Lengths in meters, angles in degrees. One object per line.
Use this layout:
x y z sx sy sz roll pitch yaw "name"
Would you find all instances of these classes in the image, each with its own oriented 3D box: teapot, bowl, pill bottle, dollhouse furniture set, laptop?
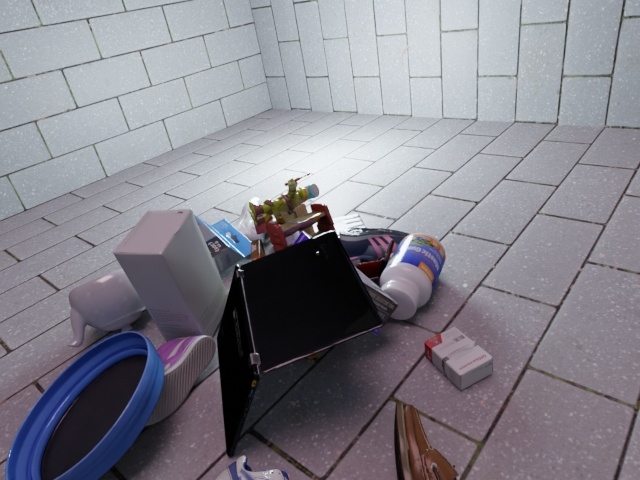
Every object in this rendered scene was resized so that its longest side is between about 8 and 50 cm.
-0.643 0.201 1.429 0.256 0.187 0.252 -25 1 8 "teapot"
-0.530 0.391 1.040 0.391 0.077 0.391 -25 33 17 "bowl"
0.265 0.105 1.325 0.153 0.152 0.272 6 33 26 "pill bottle"
-0.114 -0.032 1.619 0.201 0.152 0.374 -25 16 -23 "dollhouse furniture set"
-0.086 0.222 1.086 0.237 0.407 0.382 9 28 -21 "laptop"

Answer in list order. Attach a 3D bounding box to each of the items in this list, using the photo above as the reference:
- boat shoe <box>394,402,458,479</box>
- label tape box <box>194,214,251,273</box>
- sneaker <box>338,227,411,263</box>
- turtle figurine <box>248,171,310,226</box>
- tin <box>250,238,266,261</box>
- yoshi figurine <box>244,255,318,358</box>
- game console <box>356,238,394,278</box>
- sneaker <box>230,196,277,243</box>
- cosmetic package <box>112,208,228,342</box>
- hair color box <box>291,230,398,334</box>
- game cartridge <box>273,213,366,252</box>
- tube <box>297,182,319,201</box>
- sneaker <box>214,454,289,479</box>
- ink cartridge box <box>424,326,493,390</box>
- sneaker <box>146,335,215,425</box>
0.198 0.443 0.824 0.105 0.110 0.307 -4 40 3 "boat shoe"
-0.435 0.023 1.644 0.334 0.105 0.241 -36 54 -25 "label tape box"
0.192 0.027 1.547 0.319 0.131 0.112 0 14 -29 "sneaker"
-0.124 -0.120 1.483 0.217 0.087 0.269 -27 -6 -14 "turtle figurine"
-0.216 0.068 1.591 0.040 0.106 0.189 -18 29 2 "tin"
-0.101 0.196 1.320 0.362 0.204 0.203 34 91 34 "yoshi figurine"
0.170 0.063 1.418 0.085 0.144 0.124 19 68 9 "game console"
-0.246 -0.080 1.867 0.169 0.108 0.292 -1 41 13 "sneaker"
-0.407 0.110 1.295 0.155 0.365 0.196 -1 38 17 "cosmetic package"
0.044 0.107 1.247 0.110 0.185 0.339 -56 29 2 "hair color box"
0.000 0.000 1.688 0.355 0.068 0.230 -12 26 -3 "game cartridge"
-0.100 -0.159 1.674 0.207 0.052 0.080 -15 5 35 "tube"
-0.079 0.485 0.820 0.297 0.111 0.131 10 35 31 "sneaker"
0.333 0.284 1.091 0.099 0.056 0.135 -21 31 -17 "ink cartridge box"
-0.414 0.359 1.178 0.161 0.102 0.282 -5 25 32 "sneaker"
